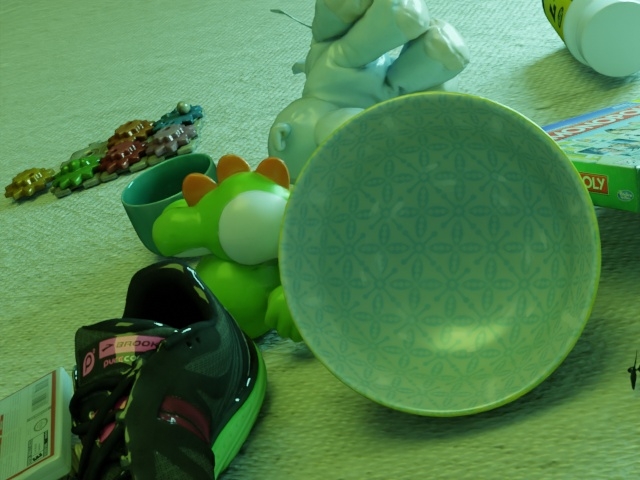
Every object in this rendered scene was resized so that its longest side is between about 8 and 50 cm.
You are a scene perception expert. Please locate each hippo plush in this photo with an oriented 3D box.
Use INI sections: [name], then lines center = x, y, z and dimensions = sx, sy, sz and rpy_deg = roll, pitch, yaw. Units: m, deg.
[hippo plush]
center = 0.019, -0.189, 1.743
dimensions = 0.294, 0.234, 0.237
rpy_deg = 14, 58, 25

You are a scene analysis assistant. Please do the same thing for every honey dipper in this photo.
[honey dipper]
center = -0.305, 0.250, 1.412
dimensions = 0.160, 0.030, 0.030
rpy_deg = -26, 25, -1

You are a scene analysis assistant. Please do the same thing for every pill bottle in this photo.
[pill bottle]
center = 0.361, -0.291, 1.795
dimensions = 0.119, 0.119, 0.208
rpy_deg = -21, 25, 6

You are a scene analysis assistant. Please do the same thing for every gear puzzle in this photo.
[gear puzzle]
center = -0.346, -0.140, 2.190
dimensions = 0.339, 0.044, 0.175
rpy_deg = -18, 26, 12

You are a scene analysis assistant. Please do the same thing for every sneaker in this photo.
[sneaker]
center = -0.168, 0.180, 1.228
dimensions = 0.185, 0.202, 0.483
rpy_deg = -19, 25, 11

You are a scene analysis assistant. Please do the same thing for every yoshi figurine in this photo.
[yoshi figurine]
center = 0.005, 0.021, 1.495
dimensions = 0.362, 0.203, 0.203
rpy_deg = -2, 70, 11

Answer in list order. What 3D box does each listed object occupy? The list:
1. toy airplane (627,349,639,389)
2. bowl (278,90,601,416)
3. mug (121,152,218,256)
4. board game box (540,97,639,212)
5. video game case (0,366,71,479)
[toy airplane]
center = 0.331, 0.100, 1.164
dimensions = 0.151, 0.028, 0.151
rpy_deg = -19, 27, 10
[bowl]
center = 0.118, 0.016, 1.300
dimensions = 0.289, 0.289, 0.156
rpy_deg = -18, -7, 12
[mug]
center = -0.177, -0.032, 1.774
dimensions = 0.129, 0.097, 0.158
rpy_deg = -20, 26, 6
[board game box]
center = 0.342, -0.098, 1.413
dimensions = 0.317, 0.046, 0.213
rpy_deg = -18, 20, -35
[video game case]
center = -0.386, 0.249, 1.446
dimensions = 0.285, 0.025, 0.204
rpy_deg = -29, 23, 2
